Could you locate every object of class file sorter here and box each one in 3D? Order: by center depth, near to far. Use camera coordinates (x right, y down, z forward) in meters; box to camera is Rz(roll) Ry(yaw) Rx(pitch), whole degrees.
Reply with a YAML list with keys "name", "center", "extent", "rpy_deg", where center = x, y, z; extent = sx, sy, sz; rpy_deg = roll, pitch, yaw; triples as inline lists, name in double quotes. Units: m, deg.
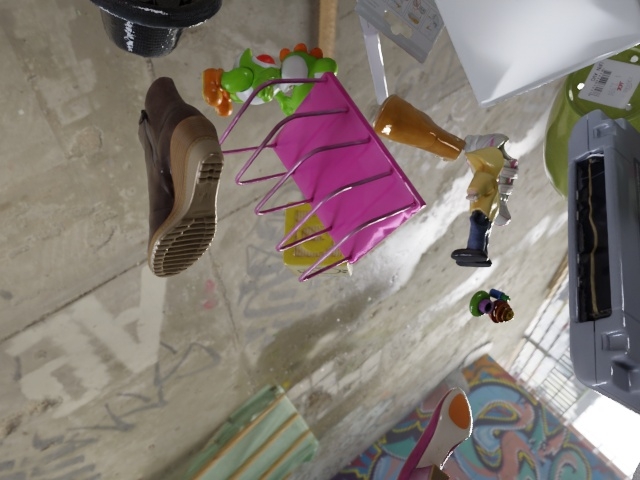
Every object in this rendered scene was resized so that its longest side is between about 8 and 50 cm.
- name: "file sorter"
  center: [-0.014, -0.104, 0.887]
  extent: [0.182, 0.290, 0.202]
  rpy_deg: [-22, 164, -46]

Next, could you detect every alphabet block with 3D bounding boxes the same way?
- name: "alphabet block"
  center: [0.000, 0.000, 1.564]
  extent: [0.193, 0.193, 0.197]
  rpy_deg: [-1, 167, 8]

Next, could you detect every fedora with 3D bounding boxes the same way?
- name: "fedora"
  center: [-0.373, -0.503, 1.119]
  extent: [0.334, 0.334, 0.152]
  rpy_deg: [-18, 151, -38]

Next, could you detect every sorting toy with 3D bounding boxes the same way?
- name: "sorting toy"
  center: [0.324, 0.123, 0.964]
  extent: [0.102, 0.042, 0.061]
  rpy_deg: [19, 92, -33]

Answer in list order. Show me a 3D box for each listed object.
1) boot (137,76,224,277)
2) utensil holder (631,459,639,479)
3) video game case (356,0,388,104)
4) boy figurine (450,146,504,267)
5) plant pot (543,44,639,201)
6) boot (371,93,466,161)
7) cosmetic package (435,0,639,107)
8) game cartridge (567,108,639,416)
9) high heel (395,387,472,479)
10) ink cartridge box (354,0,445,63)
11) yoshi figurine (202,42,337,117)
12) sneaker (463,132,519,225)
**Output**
- name: "boot"
  center: [-0.225, -0.092, 0.784]
  extent: [0.090, 0.207, 0.248]
  rpy_deg: [0, 129, -41]
- name: "utensil holder"
  center: [0.789, 0.529, 0.884]
  extent: [0.386, 0.327, 0.327]
  rpy_deg: [34, 102, -22]
- name: "video game case"
  center: [0.120, -0.550, 1.315]
  extent: [0.036, 0.299, 0.329]
  rpy_deg: [-11, 166, 9]
- name: "boy figurine"
  center: [0.358, -0.087, 1.183]
  extent: [0.177, 0.092, 0.284]
  rpy_deg: [30, 65, -58]
- name: "plant pot"
  center: [0.519, -0.209, 0.922]
  extent: [0.274, 0.275, 0.294]
  rpy_deg: [-52, 149, 11]
- name: "boot"
  center: [0.254, -0.268, 1.301]
  extent: [0.104, 0.211, 0.295]
  rpy_deg: [-62, 167, 23]
- name: "cosmetic package"
  center: [0.176, -0.343, 0.481]
  extent: [0.156, 0.384, 0.217]
  rpy_deg: [-19, -166, 45]
- name: "game cartridge"
  center: [0.322, 0.032, 0.514]
  extent: [0.196, 0.294, 0.060]
  rpy_deg: [28, 148, -21]
- name: "high heel"
  center: [0.201, 0.375, 0.957]
  extent: [0.117, 0.082, 0.244]
  rpy_deg: [-40, -167, 42]
- name: "ink cartridge box"
  center: [0.165, -0.457, 0.895]
  extent: [0.189, 0.066, 0.232]
  rpy_deg: [21, 108, -37]
- name: "yoshi figurine"
  center: [-0.125, -0.402, 1.440]
  extent: [0.363, 0.203, 0.202]
  rpy_deg: [-9, 135, 5]
- name: "sneaker"
  center: [0.453, -0.162, 1.341]
  extent: [0.111, 0.252, 0.103]
  rpy_deg: [-14, -176, 39]
